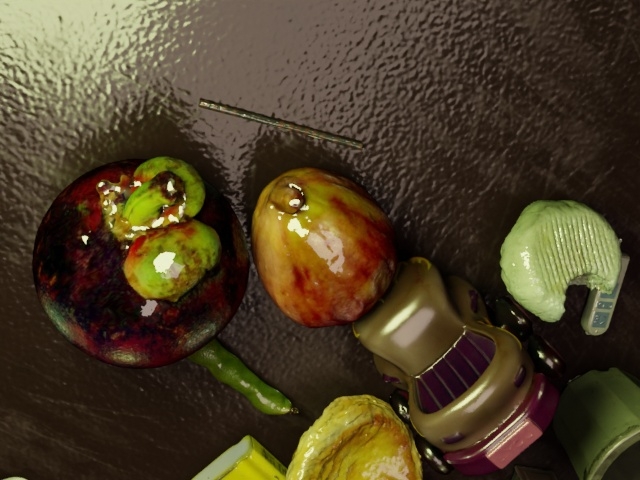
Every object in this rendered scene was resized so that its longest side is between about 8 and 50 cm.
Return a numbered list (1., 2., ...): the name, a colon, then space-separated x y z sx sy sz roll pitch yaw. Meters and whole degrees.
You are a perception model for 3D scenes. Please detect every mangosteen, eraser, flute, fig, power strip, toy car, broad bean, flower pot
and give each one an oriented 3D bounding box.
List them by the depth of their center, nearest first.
1. mangosteen: -0.254 0.022 1.264 0.306 0.359 0.306 1 74 -3
2. fig: 0.003 0.005 1.380 0.224 0.224 0.263 -22 110 -2
3. flute: -0.057 -0.178 1.399 0.269 0.014 0.014 13 108 -15
4. toy car: 0.197 0.180 1.408 0.271 0.341 0.240 -43 120 6
5. broad bean: -0.141 0.227 1.521 0.256 0.052 0.052 41 61 -22
6. flower pot: 0.547 0.372 1.592 0.290 0.259 0.290 -4 112 -10
7. power strip: 0.504 0.085 1.596 0.047 0.030 0.191 5 110 -13
8. eraser: -0.115 0.468 1.609 0.158 0.069 0.226 -39 113 8

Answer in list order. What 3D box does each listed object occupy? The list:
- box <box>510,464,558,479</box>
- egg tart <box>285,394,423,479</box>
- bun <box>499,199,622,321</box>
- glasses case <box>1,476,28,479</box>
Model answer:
1. box: 0.405 0.473 1.714 0.084 0.060 0.063 10 113 -15
2. egg tart: 0.044 0.421 1.565 0.319 0.128 0.319 0 90 -37
3. bun: 0.390 0.036 1.504 0.212 0.126 0.204 8 83 -20
4. glasses case: -0.587 0.477 1.529 0.233 0.059 0.092 -24 112 -2
